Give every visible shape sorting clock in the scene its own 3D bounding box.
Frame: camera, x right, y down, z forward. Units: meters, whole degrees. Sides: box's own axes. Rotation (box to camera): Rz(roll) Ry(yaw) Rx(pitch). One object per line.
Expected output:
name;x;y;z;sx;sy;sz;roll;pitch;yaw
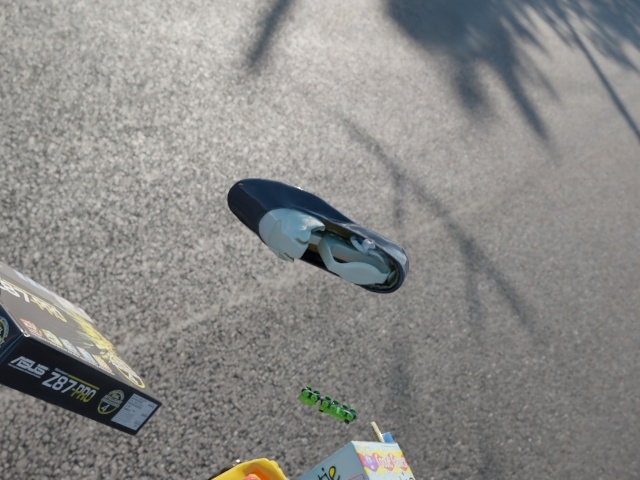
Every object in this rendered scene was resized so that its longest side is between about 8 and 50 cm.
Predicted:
shape sorting clock;0.134;0.441;1.287;0.040;0.206;0.206;-20;57;-8

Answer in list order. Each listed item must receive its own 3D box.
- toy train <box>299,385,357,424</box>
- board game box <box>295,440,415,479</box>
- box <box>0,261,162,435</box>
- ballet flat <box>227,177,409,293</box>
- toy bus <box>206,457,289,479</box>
toy train;0.010;0.224;0.927;0.083;0.023;0.017;26;28;8
board game box;0.089;0.453;1.003;0.142;0.144;0.275;23;33;-51
box;-0.488;0.173;1.210;0.318;0.097;0.395;35;-10;33
ballet flat;0.000;0.000;0.685;0.203;0.074;0.074;25;36;-12
toy bus;-0.095;0.329;0.810;0.220;0.211;0.149;-19;63;-43
